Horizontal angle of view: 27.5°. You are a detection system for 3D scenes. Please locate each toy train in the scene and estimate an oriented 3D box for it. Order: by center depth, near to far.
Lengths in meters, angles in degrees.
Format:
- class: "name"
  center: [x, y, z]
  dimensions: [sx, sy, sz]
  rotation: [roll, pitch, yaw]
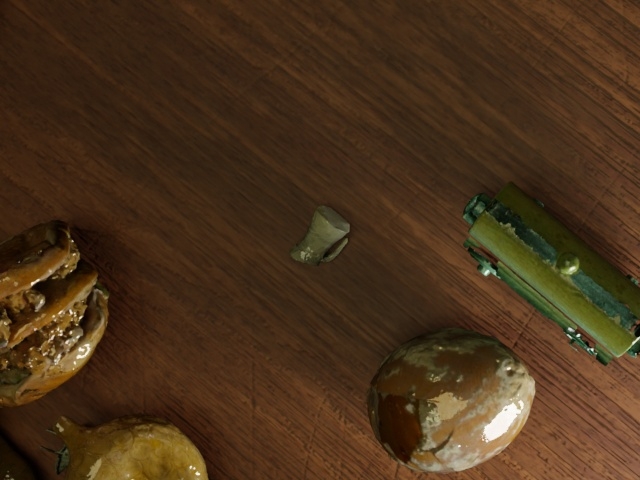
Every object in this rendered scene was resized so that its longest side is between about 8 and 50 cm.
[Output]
- class: "toy train"
  center: [0.306, 0.050, 1.694]
  dimensions: [0.307, 0.189, 0.126]
  rotation: [41, 101, 7]

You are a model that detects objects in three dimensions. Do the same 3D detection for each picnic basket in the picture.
- class: "picnic basket"
  center: [-0.378, 0.311, 1.952]
  dimensions: [0.083, 0.065, 0.083]
  rotation: [30, 106, -7]

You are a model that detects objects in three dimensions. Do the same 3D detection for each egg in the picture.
- class: "egg"
  center: [0.172, 0.212, 1.739]
  dimensions: [0.233, 0.195, 0.195]
  rotation: [-12, 92, 32]

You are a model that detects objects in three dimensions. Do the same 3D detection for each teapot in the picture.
- class: "teapot"
  center: [0.000, 0.000, 1.840]
  dimensions: [0.067, 0.057, 0.083]
  rotation: [32, 109, -20]
- class: "teapot"
  center: [-0.262, 0.360, 1.888]
  dimensions: [0.311, 0.167, 0.203]
  rotation: [44, 79, -13]

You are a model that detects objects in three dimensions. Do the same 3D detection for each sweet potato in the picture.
- class: "sweet potato"
  center: [-0.463, 0.359, 1.979]
  dimensions: [0.067, 0.067, 0.274]
  rotation: [-41, 77, 14]

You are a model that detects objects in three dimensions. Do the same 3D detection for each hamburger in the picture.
- class: "hamburger"
  center: [-0.422, 0.097, 1.856]
  dimensions: [0.260, 0.245, 0.211]
  rotation: [-17, 112, 37]
